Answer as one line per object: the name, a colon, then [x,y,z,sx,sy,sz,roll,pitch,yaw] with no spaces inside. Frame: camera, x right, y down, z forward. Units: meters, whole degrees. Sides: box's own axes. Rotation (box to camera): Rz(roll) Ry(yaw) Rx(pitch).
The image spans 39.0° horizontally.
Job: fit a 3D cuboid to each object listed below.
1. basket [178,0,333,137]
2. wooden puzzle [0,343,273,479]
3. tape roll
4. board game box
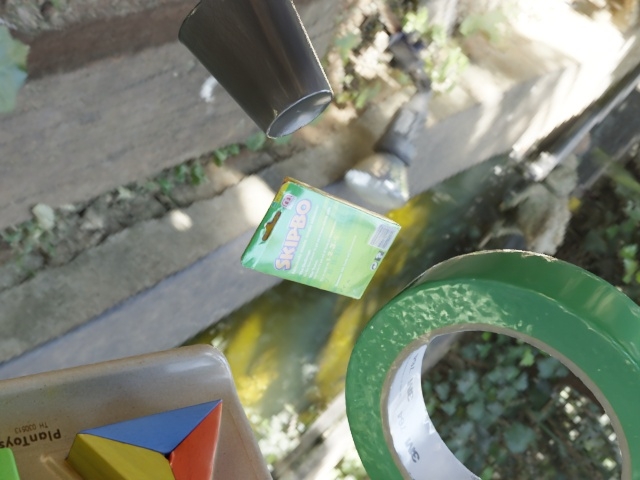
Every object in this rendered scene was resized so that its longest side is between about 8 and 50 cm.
basket: [-0.092,-0.292,1.466,0.204,0.227,0.154,-35,169,18]
wooden puzzle: [-0.138,0.235,0.554,0.322,0.347,0.080,-7,151,-33]
tape roll: [0.178,0.170,0.845,0.077,0.321,0.321,-35,160,-51]
board game box: [0.000,0.000,1.211,0.259,0.039,0.124,18,104,-52]
